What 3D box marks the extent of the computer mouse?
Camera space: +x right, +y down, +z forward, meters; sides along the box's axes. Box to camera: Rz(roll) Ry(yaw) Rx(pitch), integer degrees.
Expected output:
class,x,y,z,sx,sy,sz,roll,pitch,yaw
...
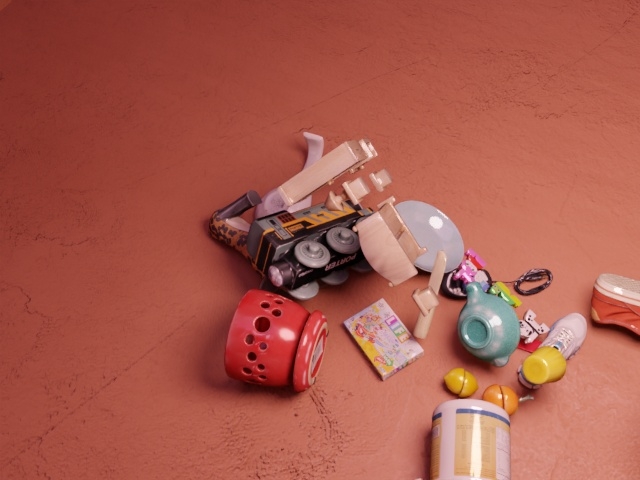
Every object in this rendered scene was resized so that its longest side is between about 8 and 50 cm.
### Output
class,x,y,z,sx,sy,sz,roll,pitch,yaw
computer mouse,0.380,0.091,1.566,0.242,0.041,0.071,-2,76,1

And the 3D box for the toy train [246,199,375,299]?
class,x,y,z,sx,sy,sz,roll,pitch,yaw
toy train,0.000,0.000,1.586,0.334,0.142,0.190,-22,55,-37

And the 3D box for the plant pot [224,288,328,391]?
class,x,y,z,sx,sy,sz,roll,pitch,yaw
plant pot,-0.084,0.206,1.476,0.174,0.191,0.191,11,58,13

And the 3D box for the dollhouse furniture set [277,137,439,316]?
class,x,y,z,sx,sy,sz,roll,pitch,yaw
dollhouse furniture set,0.092,-0.011,1.485,0.173,0.303,0.356,-32,92,19

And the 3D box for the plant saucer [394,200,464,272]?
class,x,y,z,sx,sy,sz,roll,pitch,yaw
plant saucer,0.230,-0.001,1.622,0.195,0.037,0.195,14,51,-18

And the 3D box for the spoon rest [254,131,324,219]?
class,x,y,z,sx,sy,sz,roll,pitch,yaw
spoon rest,-0.064,-0.129,1.784,0.137,0.084,0.276,20,75,24

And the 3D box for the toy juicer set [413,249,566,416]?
class,x,y,z,sx,sy,sz,roll,pitch,yaw
toy juicer set,0.306,0.199,1.433,0.089,0.209,0.329,-6,46,-49

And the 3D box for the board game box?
class,x,y,z,sx,sy,sz,roll,pitch,yaw
board game box,0.133,0.208,1.533,0.103,0.026,0.154,-30,56,-11

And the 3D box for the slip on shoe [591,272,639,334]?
class,x,y,z,sx,sy,sz,roll,pitch,yaw
slip on shoe,0.695,0.163,1.425,0.331,0.101,0.123,18,22,9

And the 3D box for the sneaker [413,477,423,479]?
class,x,y,z,sx,sy,sz,roll,pitch,yaw
sneaker,0.149,0.556,1.260,0.121,0.099,0.262,-14,46,10

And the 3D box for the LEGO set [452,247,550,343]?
class,x,y,z,sx,sy,sz,roll,pitch,yaw
LEGO set,0.345,0.139,1.489,0.093,0.087,0.227,-40,81,-20

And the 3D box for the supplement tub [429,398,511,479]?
class,x,y,z,sx,sy,sz,roll,pitch,yaw
supplement tub,0.269,0.403,1.302,0.144,0.144,0.200,2,56,11

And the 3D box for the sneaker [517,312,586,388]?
class,x,y,z,sx,sy,sz,roll,pitch,yaw
sneaker,0.471,0.212,1.430,0.071,0.083,0.191,38,69,17

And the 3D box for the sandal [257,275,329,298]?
class,x,y,z,sx,sy,sz,roll,pitch,yaw
sandal,-0.053,0.092,1.606,0.180,0.049,0.072,-12,90,-15

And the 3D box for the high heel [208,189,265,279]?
class,x,y,z,sx,sy,sz,roll,pitch,yaw
high heel,-0.172,0.032,1.704,0.093,0.186,0.261,-10,75,-47

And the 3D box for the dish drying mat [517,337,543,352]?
class,x,y,z,sx,sy,sz,roll,pitch,yaw
dish drying mat,0.417,0.210,1.491,0.083,0.008,0.032,17,61,22
